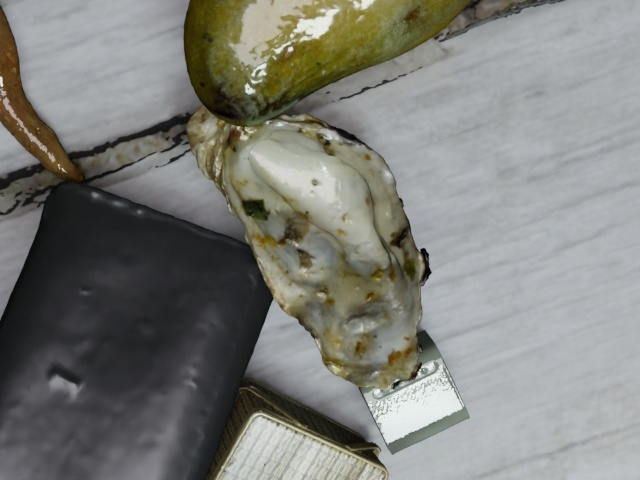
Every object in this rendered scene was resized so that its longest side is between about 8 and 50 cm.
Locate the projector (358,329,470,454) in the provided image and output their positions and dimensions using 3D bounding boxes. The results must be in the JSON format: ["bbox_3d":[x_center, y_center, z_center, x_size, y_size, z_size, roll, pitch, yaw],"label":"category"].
[{"bbox_3d":[0.083,0.141,1.006,0.082,0.083,0.083,-26,97,0],"label":"projector"}]

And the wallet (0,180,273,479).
[{"bbox_3d":[-0.203,0.165,0.937,0.228,0.062,0.406,21,76,-1],"label":"wallet"}]

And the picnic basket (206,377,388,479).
[{"bbox_3d":[-0.030,0.215,0.995,0.164,0.079,0.115,28,95,-18],"label":"picnic basket"}]

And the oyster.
[{"bbox_3d":[-0.006,0.002,0.955,0.166,0.094,0.294,-14,75,-18],"label":"oyster"}]

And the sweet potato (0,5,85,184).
[{"bbox_3d":[-0.281,-0.139,0.974,0.050,0.050,0.214,-24,101,-1],"label":"sweet potato"}]

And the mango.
[{"bbox_3d":[0.018,-0.238,0.916,0.330,0.175,0.176,-32,65,0],"label":"mango"}]
